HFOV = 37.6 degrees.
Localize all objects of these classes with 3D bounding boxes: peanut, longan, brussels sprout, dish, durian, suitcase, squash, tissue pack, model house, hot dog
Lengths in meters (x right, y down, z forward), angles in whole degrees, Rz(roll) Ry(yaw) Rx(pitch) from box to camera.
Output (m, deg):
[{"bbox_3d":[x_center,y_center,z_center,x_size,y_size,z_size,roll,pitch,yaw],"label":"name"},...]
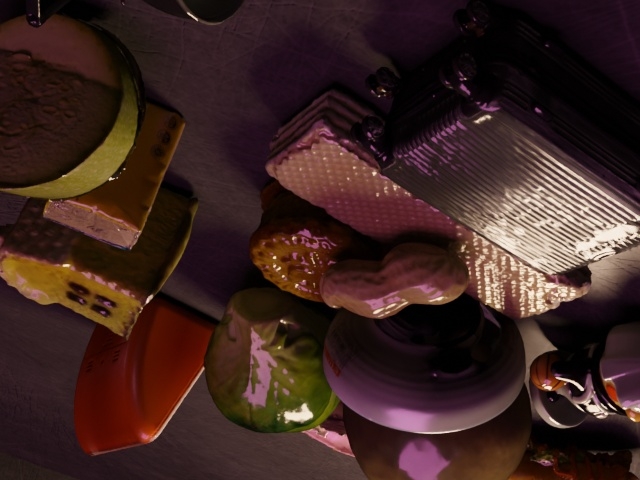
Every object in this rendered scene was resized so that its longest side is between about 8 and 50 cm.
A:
[{"bbox_3d":[0.086,0.049,1.134,0.187,0.082,0.082,-15,139,24],"label":"peanut"},{"bbox_3d":[0.176,0.270,1.437,0.297,0.297,0.297,12,150,7],"label":"longan"},{"bbox_3d":[-0.076,0.187,1.503,0.219,0.210,0.271,1,132,16],"label":"brussels sprout"},{"bbox_3d":[0.139,0.111,1.240,0.273,0.273,0.134,9,126,13],"label":"dish"},{"bbox_3d":[0.075,0.348,1.786,0.341,0.112,0.191,5,158,34],"label":"durian"},{"bbox_3d":[0.206,-0.091,0.964,0.312,0.128,0.202,30,148,-23],"label":"suitcase"},{"bbox_3d":[-0.309,-0.153,1.021,0.220,0.220,0.133,12,176,9],"label":"squash"},{"bbox_3d":[-0.251,-0.090,1.152,0.120,0.169,0.082,23,155,-11],"label":"tissue pack"},{"bbox_3d":[-0.317,-0.007,1.304,0.234,0.193,0.175,28,149,-14],"label":"model house"},{"bbox_3d":[0.406,0.414,1.714,0.348,0.117,0.158,0,174,39],"label":"hot dog"}]

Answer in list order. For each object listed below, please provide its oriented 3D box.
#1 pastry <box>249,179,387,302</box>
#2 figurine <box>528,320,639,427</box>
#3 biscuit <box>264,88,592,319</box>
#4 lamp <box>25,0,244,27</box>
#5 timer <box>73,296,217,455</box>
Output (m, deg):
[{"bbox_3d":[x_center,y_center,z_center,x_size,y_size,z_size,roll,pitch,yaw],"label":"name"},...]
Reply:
[{"bbox_3d":[0.000,0.000,1.240,0.188,0.103,0.189,12,149,8],"label":"pastry"},{"bbox_3d":[0.408,0.190,1.322,0.176,0.133,0.236,15,158,-30],"label":"figurine"},{"bbox_3d":[0.141,-0.031,1.146,0.426,0.079,0.144,30,147,-23],"label":"biscuit"},{"bbox_3d":[-0.192,-0.282,0.858,0.227,0.147,0.172,10,137,26],"label":"lamp"},{"bbox_3d":[-0.326,0.251,1.670,0.161,0.250,0.257,33,146,-26],"label":"timer"}]
